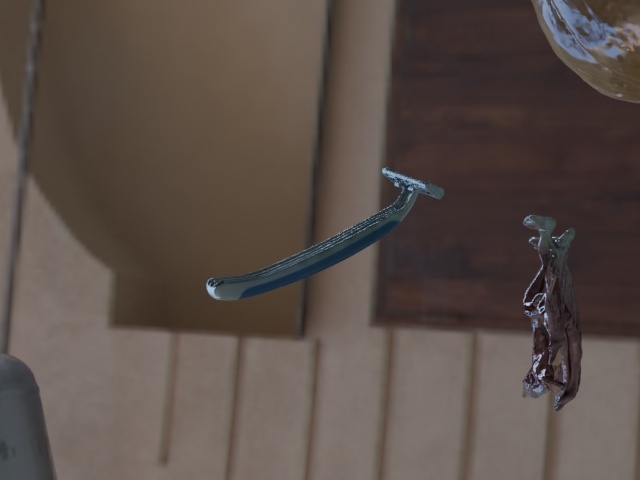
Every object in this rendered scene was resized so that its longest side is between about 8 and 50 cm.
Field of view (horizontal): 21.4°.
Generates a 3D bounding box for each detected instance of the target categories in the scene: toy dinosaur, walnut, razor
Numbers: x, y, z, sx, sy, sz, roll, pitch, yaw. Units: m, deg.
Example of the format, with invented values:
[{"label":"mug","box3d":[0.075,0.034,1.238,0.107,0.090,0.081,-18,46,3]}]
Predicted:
[{"label":"toy dinosaur","box3d":[0.125,0.042,0.924,0.220,0.032,0.108,59,-146,-69]},{"label":"walnut","box3d":[0.269,-0.214,1.292,0.228,0.228,0.228,-8,-81,-63]},{"label":"razor","box3d":[0.002,0.003,1.271,0.191,0.068,0.037,-29,-66,-20]}]

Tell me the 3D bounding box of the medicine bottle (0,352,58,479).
[{"label":"medicine bottle","box3d":[-0.307,0.132,1.138,0.241,0.241,0.302,-1,-104,-63]}]
